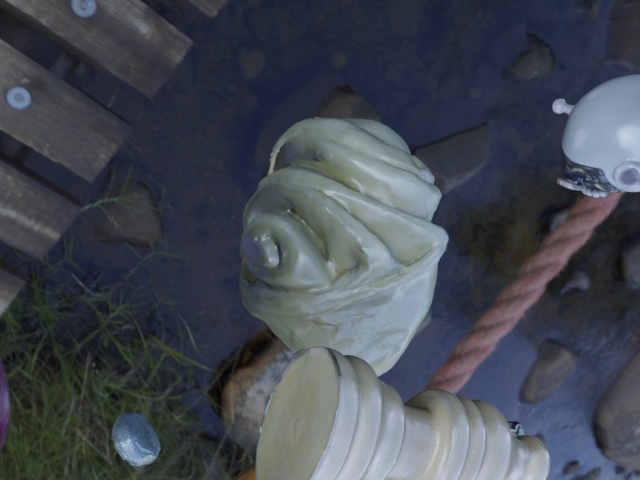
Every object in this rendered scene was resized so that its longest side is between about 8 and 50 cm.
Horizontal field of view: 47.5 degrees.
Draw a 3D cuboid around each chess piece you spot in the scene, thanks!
[{"bbox_3d":[0.104,0.194,0.687,0.307,0.124,0.139,17,80,-29],"label":"chess piece"}]

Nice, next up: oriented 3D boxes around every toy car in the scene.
[{"bbox_3d":[0.359,0.371,1.361,0.142,0.069,0.055,50,42,-36],"label":"toy car"}]

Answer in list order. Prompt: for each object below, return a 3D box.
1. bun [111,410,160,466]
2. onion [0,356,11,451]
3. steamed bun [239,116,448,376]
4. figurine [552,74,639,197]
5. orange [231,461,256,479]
[{"bbox_3d":[-0.251,0.268,0.975,0.045,0.083,0.083,-34,128,3],"label":"bun"},{"bbox_3d":[-0.422,0.181,0.531,0.358,0.358,0.345,17,62,-37],"label":"onion"},{"bbox_3d":[0.000,0.000,1.041,0.247,0.339,0.352,2,124,-25],"label":"steamed bun"},{"bbox_3d":[0.598,-0.203,1.282,0.253,0.361,0.211,-21,94,-29],"label":"figurine"},{"bbox_3d":[-0.020,0.339,0.751,0.239,0.240,0.240,-14,120,-26],"label":"orange"}]
